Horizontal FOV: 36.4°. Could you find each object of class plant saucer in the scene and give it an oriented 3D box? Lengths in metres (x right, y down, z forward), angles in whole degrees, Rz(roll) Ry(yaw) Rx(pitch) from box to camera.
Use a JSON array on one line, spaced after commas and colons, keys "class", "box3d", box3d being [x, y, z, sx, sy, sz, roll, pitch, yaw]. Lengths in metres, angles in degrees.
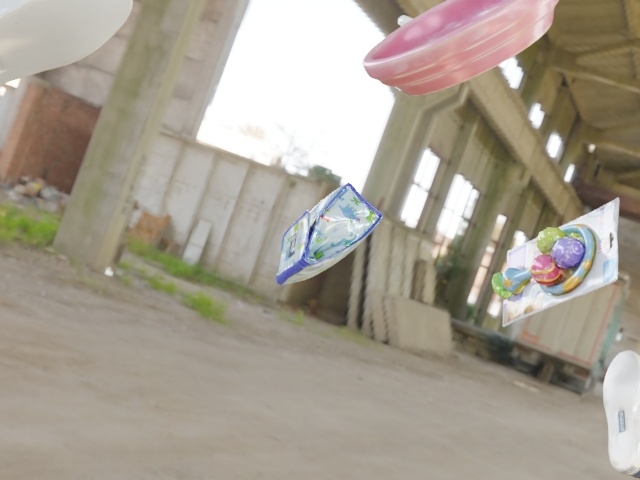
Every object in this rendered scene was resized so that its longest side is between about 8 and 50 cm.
[{"class": "plant saucer", "box3d": [0.228, -0.320, 1.514, 0.084, 0.332, 0.332, 60, -13, -16]}]

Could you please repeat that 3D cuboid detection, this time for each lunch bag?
[{"class": "lunch bag", "box3d": [0.000, 0.000, 1.483, 0.096, 0.151, 0.129, 43, -28, -3]}]

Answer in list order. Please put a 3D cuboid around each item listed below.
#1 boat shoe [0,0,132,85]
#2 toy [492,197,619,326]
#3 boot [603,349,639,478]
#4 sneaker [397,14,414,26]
[{"class": "boat shoe", "box3d": [-0.307, -0.194, 0.902, 0.088, 0.267, 0.096, 65, 5, 26]}, {"class": "toy", "box3d": [0.337, 0.030, 1.443, 0.056, 0.137, 0.237, 22, -31, -21]}, {"class": "boot", "box3d": [0.472, 0.263, 1.443, 0.086, 0.190, 0.069, 27, -32, -28]}, {"class": "sneaker", "box3d": [0.218, -0.391, 1.815, 0.152, 0.061, 0.054, 26, 23, 6]}]
